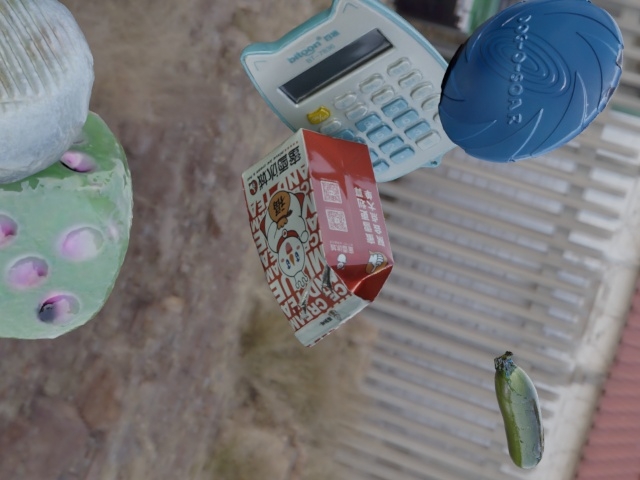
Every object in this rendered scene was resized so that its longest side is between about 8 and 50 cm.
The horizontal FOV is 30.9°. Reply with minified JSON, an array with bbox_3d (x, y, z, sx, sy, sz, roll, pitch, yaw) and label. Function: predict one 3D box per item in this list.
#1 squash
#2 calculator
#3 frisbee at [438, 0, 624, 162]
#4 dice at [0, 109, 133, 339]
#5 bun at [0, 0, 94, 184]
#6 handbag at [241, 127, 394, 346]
[{"bbox_3d":[0.403,0.342,2.353,0.087,0.087,0.331,-59,141,-42],"label":"squash"},{"bbox_3d":[0.072,-0.221,1.752,0.386,0.256,0.054,41,32,-37],"label":"calculator"},{"bbox_3d":[0.246,-0.205,1.400,0.045,0.242,0.242,43,63,-45],"label":"frisbee"},{"bbox_3d":[-0.502,-0.050,1.919,0.330,0.318,0.322,-65,-148,28],"label":"dice"},{"bbox_3d":[-0.497,-0.221,1.604,0.211,0.362,0.362,-48,-173,47],"label":"bun"},{"bbox_3d":[0.000,0.000,1.741,0.151,0.171,0.298,8,61,-40],"label":"handbag"}]
